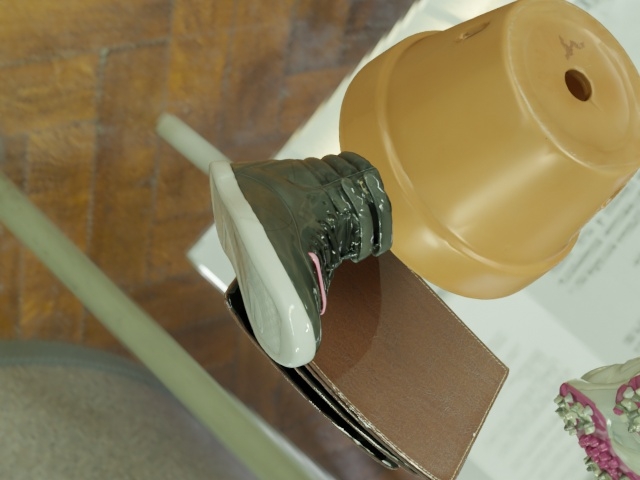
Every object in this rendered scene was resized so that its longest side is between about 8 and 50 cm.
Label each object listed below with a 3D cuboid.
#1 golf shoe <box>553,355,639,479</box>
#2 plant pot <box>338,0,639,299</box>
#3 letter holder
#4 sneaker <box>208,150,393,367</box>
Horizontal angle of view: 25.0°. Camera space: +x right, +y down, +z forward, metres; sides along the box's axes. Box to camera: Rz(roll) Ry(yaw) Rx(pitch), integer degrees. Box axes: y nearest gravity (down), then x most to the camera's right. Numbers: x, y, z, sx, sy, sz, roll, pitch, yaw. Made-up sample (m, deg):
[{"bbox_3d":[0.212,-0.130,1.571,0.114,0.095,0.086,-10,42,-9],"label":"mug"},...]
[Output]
[{"bbox_3d":[0.271,0.126,1.069,0.140,0.115,0.306,-29,178,-10],"label":"golf shoe"},{"bbox_3d":[0.192,-0.110,1.451,0.291,0.291,0.203,-7,161,-40],"label":"plant pot"},{"bbox_3d":[0.034,0.139,1.631,0.302,0.152,0.214,46,45,-13],"label":"letter holder"},{"bbox_3d":[0.000,-0.001,1.185,0.147,0.296,0.104,-10,117,-9],"label":"sneaker"}]
